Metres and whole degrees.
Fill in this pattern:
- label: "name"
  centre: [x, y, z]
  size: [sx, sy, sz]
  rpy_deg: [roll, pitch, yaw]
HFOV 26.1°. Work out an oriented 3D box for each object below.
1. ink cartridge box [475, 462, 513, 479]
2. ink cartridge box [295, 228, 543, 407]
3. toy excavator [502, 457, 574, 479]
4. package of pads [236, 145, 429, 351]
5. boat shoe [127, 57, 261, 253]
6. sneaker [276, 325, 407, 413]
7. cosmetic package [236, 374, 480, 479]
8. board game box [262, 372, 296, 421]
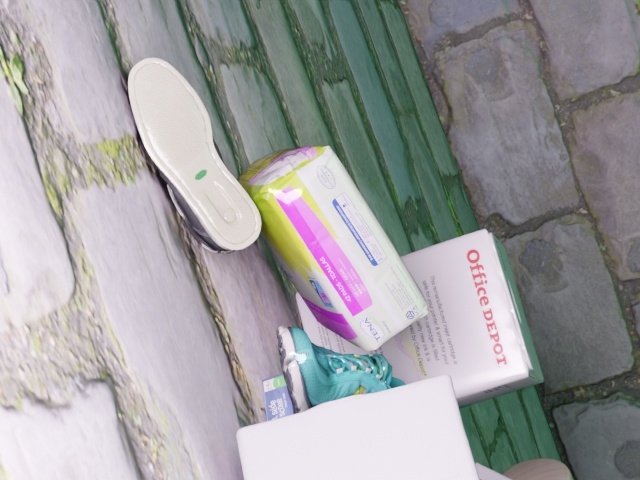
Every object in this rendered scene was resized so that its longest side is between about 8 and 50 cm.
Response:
- label: "ink cartridge box"
  centre: [0.239, 0.429, 1.670]
  size: [0.307, 0.223, 0.129]
  rpy_deg: [19, -34, 53]
- label: "ink cartridge box"
  centre: [0.131, 0.128, 1.823]
  size: [0.117, 0.278, 0.201]
  rpy_deg: [30, 43, -67]
- label: "toy excavator"
  centre: [0.351, 0.516, 2.045]
  size: [0.433, 0.445, 0.222]
  rpy_deg: [-42, 121, -29]
- label: "package of pads"
  centre: [0.000, 0.000, 1.629]
  size: [0.229, 0.101, 0.296]
  rpy_deg: [57, -8, -8]
- label: "boat shoe"
  centre: [-0.152, -0.090, 1.533]
  size: [0.233, 0.084, 0.079]
  rpy_deg: [62, -22, -7]
- label: "sneaker"
  centre: [0.026, 0.156, 1.609]
  size: [0.275, 0.110, 0.107]
  rpy_deg: [42, 31, -60]
- label: "cosmetic package"
  centre: [0.075, 0.375, 1.314]
  size: [0.161, 0.230, 0.453]
  rpy_deg: [71, 5, -51]
- label: "board game box"
  centre: [-0.014, 0.271, 1.603]
  size: [0.136, 0.035, 0.201]
  rpy_deg: [52, 24, -51]
